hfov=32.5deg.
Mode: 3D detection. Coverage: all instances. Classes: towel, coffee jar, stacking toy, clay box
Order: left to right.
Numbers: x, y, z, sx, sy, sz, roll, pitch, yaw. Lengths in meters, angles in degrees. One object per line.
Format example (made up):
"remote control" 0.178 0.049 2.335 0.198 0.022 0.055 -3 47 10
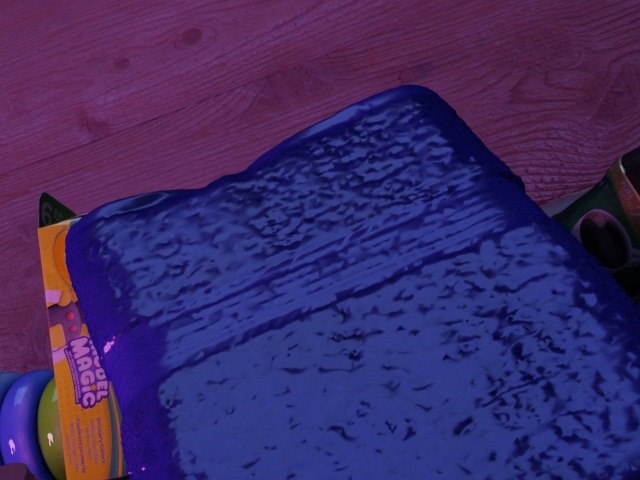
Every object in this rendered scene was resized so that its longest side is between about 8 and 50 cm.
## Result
"stacking toy" -0.196 0.162 0.944 0.330 0.141 0.141 -12 4 14
"clay box" -0.154 0.076 0.825 0.053 0.222 0.127 -14 -19 9
"towel" 0.017 0.053 0.504 0.228 0.076 0.308 -23 38 -7
"coffee jar" 0.213 0.006 0.820 0.184 0.096 0.079 -40 -17 32

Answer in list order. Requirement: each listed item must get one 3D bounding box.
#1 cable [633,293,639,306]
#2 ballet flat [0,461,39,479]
"cable" 0.327 -0.009 0.937 0.257 0.089 0.257 -21 3 -38
"ballet flat" -0.316 0.243 0.836 0.250 0.058 0.084 -25 23 5
